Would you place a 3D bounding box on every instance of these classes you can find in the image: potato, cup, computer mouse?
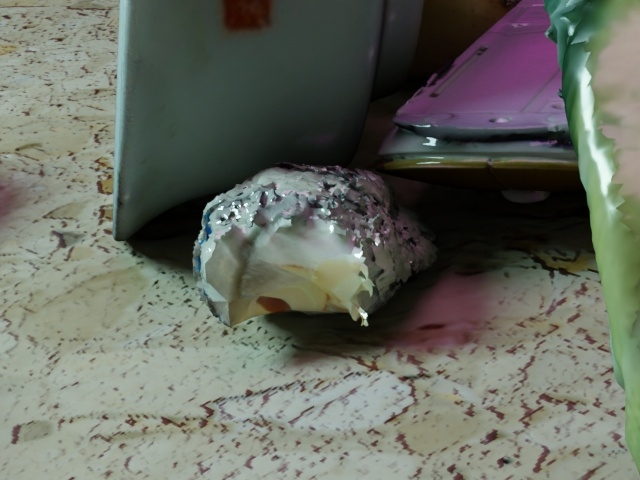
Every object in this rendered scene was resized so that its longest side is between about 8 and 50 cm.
[{"bbox_3d":[0.053,-0.159,1.272,0.178,0.109,0.118,4,-6,34],"label":"potato"},{"bbox_3d":[-0.031,-0.169,1.105,0.163,0.347,0.347,3,21,-7],"label":"cup"},{"bbox_3d":[0.136,-0.076,1.084,0.158,0.072,0.310,1,19,20],"label":"computer mouse"}]

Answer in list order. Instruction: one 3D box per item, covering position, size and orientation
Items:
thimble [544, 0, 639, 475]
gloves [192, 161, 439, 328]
[{"bbox_3d":[0.169,0.014,0.628,0.167,0.254,0.288,-10,49,13],"label":"thimble"},{"bbox_3d":[-0.001,-0.004,0.983,0.114,0.070,0.153,-3,9,10],"label":"gloves"}]
